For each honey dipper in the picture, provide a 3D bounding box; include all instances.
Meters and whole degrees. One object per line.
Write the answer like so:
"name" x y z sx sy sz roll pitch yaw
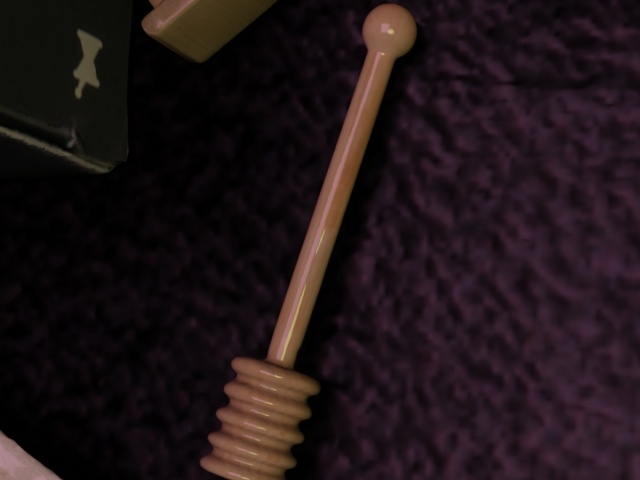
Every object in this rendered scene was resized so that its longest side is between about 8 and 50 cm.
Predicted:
"honey dipper" 0.000 0.000 0.456 0.030 0.030 0.160 15 83 23

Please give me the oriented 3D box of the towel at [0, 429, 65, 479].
"towel" -0.133 0.154 0.444 0.282 0.049 0.187 31 75 23

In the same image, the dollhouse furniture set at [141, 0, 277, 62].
"dollhouse furniture set" -0.010 -0.118 0.393 0.161 0.182 0.101 -38 70 11

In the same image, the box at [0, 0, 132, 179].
"box" -0.298 -0.139 0.449 0.395 0.293 0.212 0 82 21
